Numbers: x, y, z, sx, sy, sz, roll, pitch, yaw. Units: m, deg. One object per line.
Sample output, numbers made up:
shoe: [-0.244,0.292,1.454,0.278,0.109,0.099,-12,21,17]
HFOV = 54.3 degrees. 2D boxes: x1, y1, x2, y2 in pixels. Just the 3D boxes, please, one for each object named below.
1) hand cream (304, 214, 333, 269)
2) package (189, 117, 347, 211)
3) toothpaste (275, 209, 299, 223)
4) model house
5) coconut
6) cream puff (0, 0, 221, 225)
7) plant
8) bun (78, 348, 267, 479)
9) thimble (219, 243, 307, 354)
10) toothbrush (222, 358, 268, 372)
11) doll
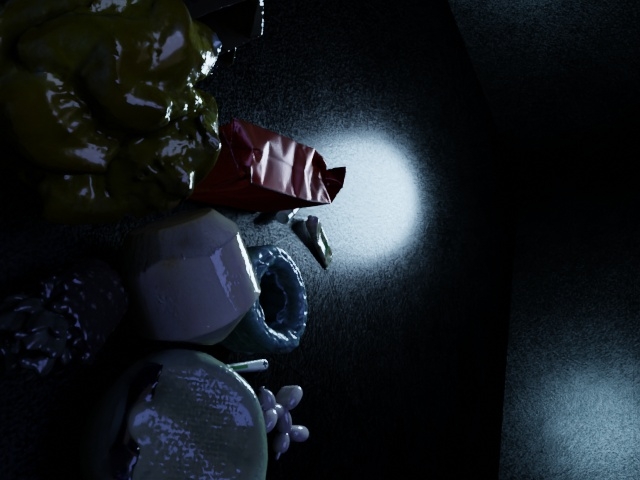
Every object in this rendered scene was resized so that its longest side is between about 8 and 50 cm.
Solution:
hand cream: [0.000,0.000,1.584,0.165,0.037,0.057,65,35,-38]
package: [-0.123,-0.134,1.238,0.423,0.196,0.123,8,81,-60]
toothpaste: [-0.052,-0.101,1.511,0.056,0.036,0.205,67,30,-21]
model house: [-0.249,-0.449,1.141,0.243,0.211,0.204,58,-16,11]
coconut: [-0.214,0.069,1.025,0.241,0.241,0.241,19,67,-57]
cream puff: [-0.280,-0.159,0.825,0.275,0.378,0.378,58,33,1]
plant: [-0.362,0.109,0.850,0.194,0.132,0.129,-47,120,-59]
bun: [-0.233,0.325,0.971,0.293,0.187,0.293,18,56,-28]
thimble: [-0.130,0.125,1.223,0.198,0.143,0.235,-46,122,-52]
toothbrush: [-0.189,0.250,1.205,0.304,0.030,0.030,12,73,-58]
doll: [-0.090,0.375,1.317,0.160,0.059,0.161,-15,97,-61]
